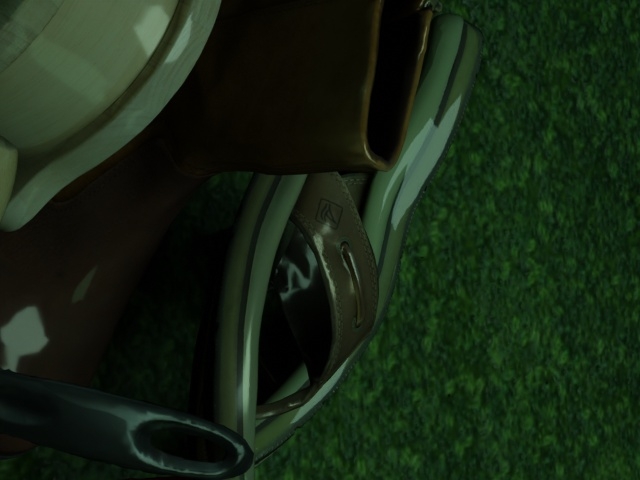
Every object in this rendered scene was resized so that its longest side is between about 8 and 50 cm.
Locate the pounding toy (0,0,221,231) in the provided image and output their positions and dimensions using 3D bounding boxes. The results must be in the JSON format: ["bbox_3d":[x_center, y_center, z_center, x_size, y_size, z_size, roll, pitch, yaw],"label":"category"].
[{"bbox_3d":[-0.150,-0.109,0.688,0.155,0.269,0.154,32,104,-37],"label":"pounding toy"}]

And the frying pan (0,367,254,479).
[{"bbox_3d":[-0.200,0.025,0.701,0.326,0.053,0.197,-8,96,-17],"label":"frying pan"}]

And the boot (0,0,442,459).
[{"bbox_3d":[-0.053,-0.025,0.752,0.096,0.280,0.264,35,66,-33],"label":"boot"}]

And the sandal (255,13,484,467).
[{"bbox_3d":[0.000,-0.001,0.933,0.086,0.120,0.303,27,69,-4],"label":"sandal"}]

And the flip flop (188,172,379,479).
[{"bbox_3d":[-0.007,0.008,0.823,0.080,0.112,0.277,17,64,-4],"label":"flip flop"}]

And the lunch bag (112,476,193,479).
[{"bbox_3d":[-0.109,0.232,0.801,0.293,0.120,0.258,33,67,-37],"label":"lunch bag"}]
